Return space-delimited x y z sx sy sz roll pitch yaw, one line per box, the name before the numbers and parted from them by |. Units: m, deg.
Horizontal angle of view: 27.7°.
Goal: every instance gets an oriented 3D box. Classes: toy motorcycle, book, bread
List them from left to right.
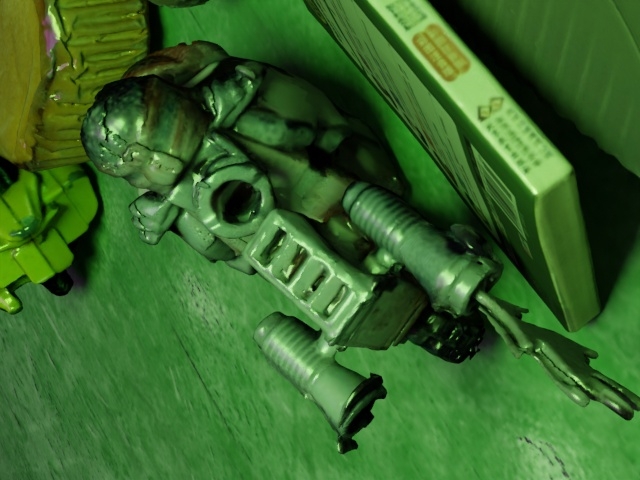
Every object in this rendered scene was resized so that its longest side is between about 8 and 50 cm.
toy motorcycle | -0.328 -0.093 1.176 0.342 0.142 0.206 48 177 31
bread | -0.204 -0.156 1.004 0.199 0.104 0.199 22 118 51
toy motorcycle | 0.000 0.000 0.715 0.401 0.207 0.134 45 106 31
book | 0.046 -0.085 0.648 0.264 0.027 0.202 54 -178 25

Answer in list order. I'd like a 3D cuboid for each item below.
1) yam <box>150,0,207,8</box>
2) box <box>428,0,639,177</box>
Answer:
yam | -0.045 -0.225 0.749 0.259 0.106 0.106 -30 80 56
box | 0.134 -0.139 0.515 0.274 0.138 0.178 48 146 35
